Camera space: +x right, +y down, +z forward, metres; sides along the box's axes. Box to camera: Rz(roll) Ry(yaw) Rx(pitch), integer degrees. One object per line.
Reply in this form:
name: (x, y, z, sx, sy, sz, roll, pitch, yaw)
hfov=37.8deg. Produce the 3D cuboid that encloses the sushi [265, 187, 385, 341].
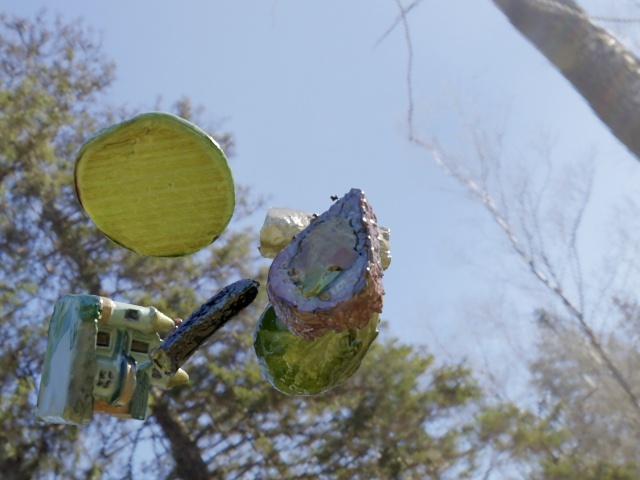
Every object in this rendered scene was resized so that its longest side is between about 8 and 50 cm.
sushi: (0.006, 0.037, 1.328, 0.161, 0.241, 0.107, -14, -46, 11)

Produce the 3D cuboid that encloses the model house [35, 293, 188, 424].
model house: (-0.406, 0.269, 1.991, 0.325, 0.267, 0.194, 15, -18, -34)

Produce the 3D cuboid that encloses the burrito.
burrito: (0.001, 0.002, 1.908, 0.299, 0.143, 0.105, 10, -82, -20)

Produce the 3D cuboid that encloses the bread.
bread: (-0.290, -0.094, 1.675, 0.301, 0.045, 0.301, 3, -58, 6)

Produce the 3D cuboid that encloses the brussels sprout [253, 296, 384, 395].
brussels sprout: (0.004, 0.159, 1.738, 0.271, 0.210, 0.219, -41, -11, 29)

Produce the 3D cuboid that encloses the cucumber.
cucumber: (-0.205, 0.144, 1.693, 0.245, 0.067, 0.067, -44, -27, -20)

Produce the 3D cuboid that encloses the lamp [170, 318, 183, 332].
lamp: (-0.383, 0.253, 2.573, 0.031, 0.083, 0.063, -37, -24, 34)
